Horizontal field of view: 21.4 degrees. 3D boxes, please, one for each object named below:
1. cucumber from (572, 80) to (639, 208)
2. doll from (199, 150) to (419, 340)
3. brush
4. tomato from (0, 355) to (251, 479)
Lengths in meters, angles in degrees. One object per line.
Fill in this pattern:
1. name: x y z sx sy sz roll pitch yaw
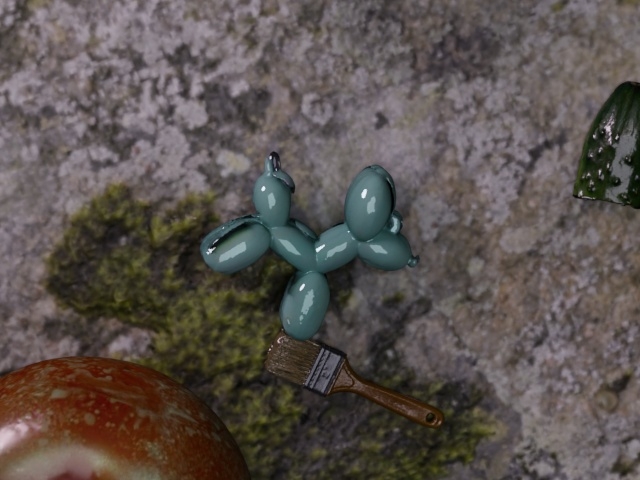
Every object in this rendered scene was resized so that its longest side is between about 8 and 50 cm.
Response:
1. cucumber: 0.261 -0.081 1.442 0.067 0.035 0.107 11 98 -9
2. doll: 0.000 0.000 1.409 0.159 0.059 0.159 35 95 -12
3. brush: 0.033 0.125 1.464 0.169 0.014 0.043 24 96 -14
4. tomato: -0.184 0.223 1.345 0.270 0.222 0.270 0 98 3
